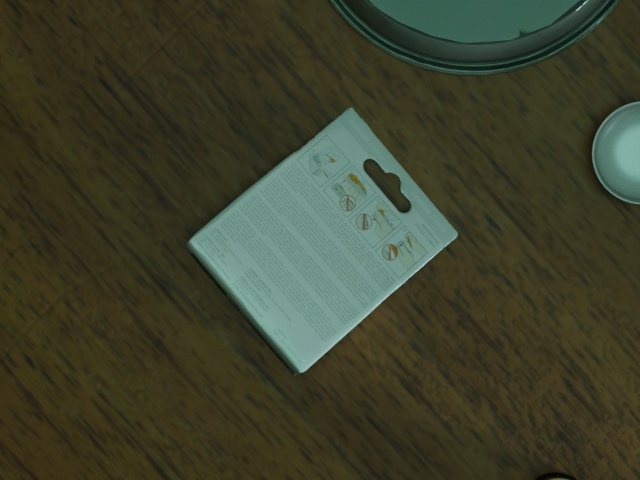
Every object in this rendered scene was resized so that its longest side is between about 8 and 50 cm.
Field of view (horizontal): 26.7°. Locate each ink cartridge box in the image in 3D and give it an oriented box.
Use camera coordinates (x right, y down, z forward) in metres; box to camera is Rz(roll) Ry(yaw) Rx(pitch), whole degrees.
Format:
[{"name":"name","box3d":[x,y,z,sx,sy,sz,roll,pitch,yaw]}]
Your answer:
[{"name":"ink cartridge box","box3d":[0.000,0.000,1.118,0.179,0.045,0.145,-40,90,-13]}]

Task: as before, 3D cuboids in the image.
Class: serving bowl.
[{"name":"serving bowl","box3d":[0.260,-0.071,1.094,0.083,0.027,0.083,0,93,3]}]

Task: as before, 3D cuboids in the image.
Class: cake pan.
[{"name":"cake pan","box3d":[0.125,-0.281,1.076,0.293,0.054,0.293,0,93,3]}]

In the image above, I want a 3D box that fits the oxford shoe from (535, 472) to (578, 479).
[{"name":"oxford shoe","box3d":[0.260,0.272,1.094,0.212,0.076,0.076,32,93,-1]}]
